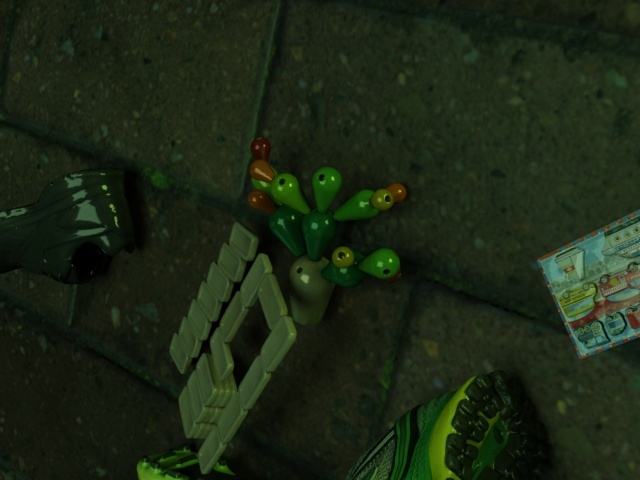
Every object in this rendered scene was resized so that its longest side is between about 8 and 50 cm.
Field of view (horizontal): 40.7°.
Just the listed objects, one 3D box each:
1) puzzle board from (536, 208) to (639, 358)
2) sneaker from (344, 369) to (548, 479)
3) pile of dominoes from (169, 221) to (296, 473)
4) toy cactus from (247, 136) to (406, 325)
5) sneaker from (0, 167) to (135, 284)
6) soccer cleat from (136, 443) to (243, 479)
[{"bbox_3d":[0.255,0.034,0.728,0.128,0.011,0.096,-30,74,33],"label":"puzzle board"},{"bbox_3d":[0.065,0.251,0.698,0.146,0.343,0.134,-33,95,43],"label":"sneaker"},{"bbox_3d":[-0.093,0.114,0.942,0.251,0.040,0.196,-58,37,33],"label":"pile of dominoes"},{"bbox_3d":[0.000,0.000,0.879,0.219,0.112,0.180,29,127,30],"label":"toy cactus"},{"bbox_3d":[-0.351,0.006,1.126,0.286,0.109,0.130,-23,84,37],"label":"sneaker"},{"bbox_3d":[-0.103,0.311,0.957,0.289,0.093,0.121,10,104,37],"label":"soccer cleat"}]
